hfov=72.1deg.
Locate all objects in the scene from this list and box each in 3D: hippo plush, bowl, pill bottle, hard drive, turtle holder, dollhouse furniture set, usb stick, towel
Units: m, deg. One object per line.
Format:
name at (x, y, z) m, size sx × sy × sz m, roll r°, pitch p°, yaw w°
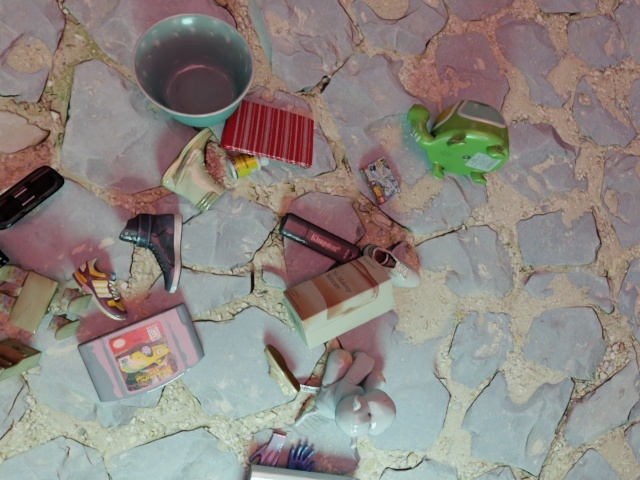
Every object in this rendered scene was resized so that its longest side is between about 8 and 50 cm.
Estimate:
hippo plush at (0.092, 0.454, 1.295) m, size 0.294 × 0.236 × 0.234 m, roll 1°, pitch 88°, yaw -17°
bowl at (-0.338, -0.443, 1.216) m, size 0.312 × 0.163 × 0.311 m, roll 2°, pitch 76°, yaw -8°
pill bottle at (-0.217, -0.231, 1.315) m, size 0.116 × 0.065 × 0.065 m, roll -24°, pitch 95°, yaw -17°
hard drive at (-0.069, 0.811, 1.319) m, size 0.353 × 0.047 × 0.233 m, roll 16°, pitch 92°, yaw -16°
turtle holder at (0.458, -0.342, 1.460) m, size 0.320 × 0.243 × 0.227 m, roll 4°, pitch 67°, yaw 22°
dollhouse furniture set at (-0.736, 0.199, 1.070) m, size 0.212 × 0.161 × 0.242 m, roll 23°, pitch 88°, yaw -1°
usb stick at (0.000, 0.000, 1.383) m, size 0.278 × 0.045 × 0.077 m, roll 26°, pitch 80°, yaw -15°
towel at (-0.154, -0.323, 1.325) m, size 0.275 × 0.031 × 0.198 m, roll 11°, pitch 61°, yaw -17°

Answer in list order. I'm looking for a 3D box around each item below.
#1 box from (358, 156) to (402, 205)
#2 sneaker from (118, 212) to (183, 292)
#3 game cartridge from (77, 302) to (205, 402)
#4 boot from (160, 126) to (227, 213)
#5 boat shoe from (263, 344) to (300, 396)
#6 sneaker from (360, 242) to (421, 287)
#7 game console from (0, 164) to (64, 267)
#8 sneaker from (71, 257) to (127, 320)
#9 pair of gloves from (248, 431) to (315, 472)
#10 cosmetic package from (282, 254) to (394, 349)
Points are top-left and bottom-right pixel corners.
box at (0.200, -0.197, 1.459) m, size 0.094 × 0.027 × 0.137 m, roll -31°, pitch 97°, yaw -17°
sneaker at (-0.468, 0.033, 1.211) m, size 0.164 × 0.086 × 0.226 m, roll 2°, pitch 78°, yaw -27°
game cartridge at (-0.487, 0.319, 1.223) m, size 0.294 × 0.060 × 0.196 m, roll -22°, pitch 98°, yaw -16°
boot at (-0.335, -0.203, 1.273) m, size 0.165 × 0.077 × 0.213 m, roll 36°, pitch 84°, yaw -12°
boat shoe at (-0.128, 0.396, 1.322) m, size 0.059 × 0.063 × 0.170 m, roll -34°, pitch 85°, yaw 13°
sneaker at (0.238, 0.089, 1.427) m, size 0.235 × 0.095 × 0.090 m, roll 29°, pitch 79°, yaw -15°
game console at (-0.803, -0.049, 1.102) m, size 0.213 × 0.044 × 0.361 m, roll 37°, pitch 70°, yaw 18°
sneaker at (-0.578, 0.132, 1.191) m, size 0.084 × 0.069 × 0.185 m, roll -42°, pitch 101°, yaw -8°
pair of gloves at (-0.117, 0.678, 1.336) m, size 0.198 × 0.023 × 0.159 m, roll 30°, pitch 80°, yaw -14°
cosmetic package at (0.056, 0.178, 1.320) m, size 0.296 × 0.153 × 0.129 m, roll -23°, pitch 128°, yaw -18°
